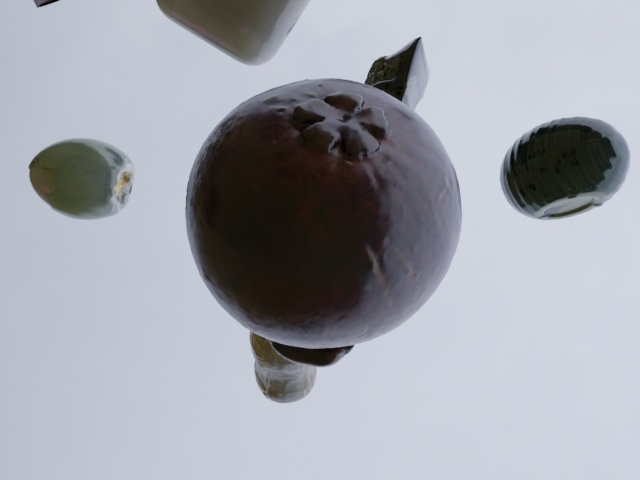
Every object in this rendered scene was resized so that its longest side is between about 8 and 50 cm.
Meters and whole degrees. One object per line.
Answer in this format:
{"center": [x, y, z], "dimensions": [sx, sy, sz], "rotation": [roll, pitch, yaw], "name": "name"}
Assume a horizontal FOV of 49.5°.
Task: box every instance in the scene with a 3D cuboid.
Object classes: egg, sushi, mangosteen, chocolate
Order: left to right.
{"center": [-0.532, -0.140, 1.535], "dimensions": [0.217, 0.183, 0.183], "rotation": [14, -78, 2], "name": "egg"}
{"center": [-0.069, 0.212, 1.303], "dimensions": [0.134, 0.134, 0.309], "rotation": [54, -25, 29], "name": "chocolate"}
{"center": [0.000, 0.000, 0.564], "dimensions": [0.215, 0.215, 0.258], "rotation": [49, -30, 31], "name": "mangosteen"}
{"center": [0.129, -0.272, 1.392], "dimensions": [0.109, 0.134, 0.273], "rotation": [12, -111, 23], "name": "sushi"}

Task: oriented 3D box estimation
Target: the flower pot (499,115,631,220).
{"center": [0.446, -0.129, 1.280], "dimensions": [0.243, 0.189, 0.157], "rotation": [-28, -124, 49], "name": "flower pot"}

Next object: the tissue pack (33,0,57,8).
{"center": [-0.514, -0.551, 1.220], "dimensions": [0.148, 0.092, 0.246], "rotation": [-113, 179, -60], "name": "tissue pack"}

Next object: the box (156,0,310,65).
{"center": [-0.210, -0.609, 1.687], "dimensions": [0.349, 0.141, 0.289], "rotation": [33, -87, 8], "name": "box"}
